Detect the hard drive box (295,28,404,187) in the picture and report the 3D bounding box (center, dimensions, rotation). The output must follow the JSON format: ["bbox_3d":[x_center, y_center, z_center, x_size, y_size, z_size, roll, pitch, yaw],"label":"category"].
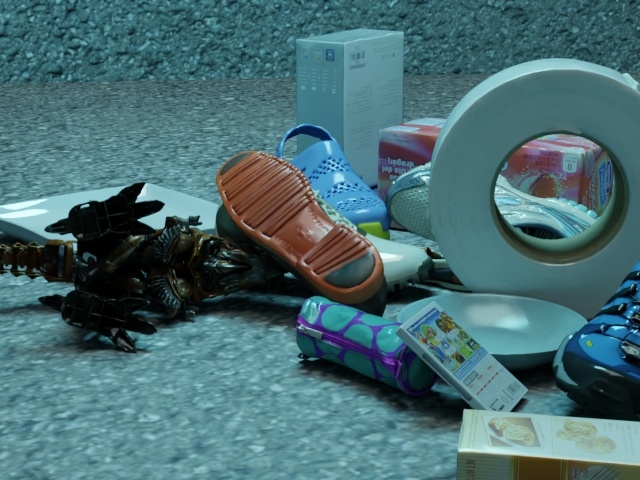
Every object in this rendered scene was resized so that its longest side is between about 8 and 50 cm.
[{"bbox_3d":[0.047,-0.198,1.934,0.089,0.232,0.181,9,17,32],"label":"hard drive box"}]

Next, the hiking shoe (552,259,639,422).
[{"bbox_3d":[0.298,0.072,1.170,0.113,0.132,0.304,25,23,16],"label":"hiking shoe"}]

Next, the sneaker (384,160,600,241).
[{"bbox_3d":[0.212,-0.021,1.560,0.283,0.110,0.122,14,25,12],"label":"sneaker"}]

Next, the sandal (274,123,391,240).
[{"bbox_3d":[0.004,-0.074,1.739,0.126,0.138,0.317,-4,17,-23],"label":"sandal"}]

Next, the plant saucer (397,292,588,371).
[{"bbox_3d":[0.174,0.098,1.289,0.195,0.037,0.195,1,15,0],"label":"plant saucer"}]

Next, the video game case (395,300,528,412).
[{"bbox_3d":[0.130,0.111,1.153,0.122,0.011,0.087,44,28,10],"label":"video game case"}]

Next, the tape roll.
[{"bbox_3d":[0.261,-0.057,1.399,0.286,0.286,0.100,2,14,6],"label":"tape roll"}]

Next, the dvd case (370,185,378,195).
[{"bbox_3d":[0.080,-0.090,2.019,0.180,0.022,0.253,-9,18,-30],"label":"dvd case"}]

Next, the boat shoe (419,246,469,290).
[{"bbox_3d":[0.133,0.029,1.537,0.137,0.043,0.049,10,19,35],"label":"boat shoe"}]

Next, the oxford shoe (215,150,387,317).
[{"bbox_3d":[-0.026,-0.001,1.419,0.097,0.098,0.271,-36,54,-11],"label":"oxford shoe"}]

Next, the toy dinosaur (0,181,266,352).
[{"bbox_3d":[-0.223,0.035,1.388,0.322,0.164,0.218,-19,2,-3],"label":"toy dinosaur"}]

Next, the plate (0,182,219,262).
[{"bbox_3d":[-0.271,-0.018,1.685,0.277,0.045,0.278,-11,19,-39],"label":"plate"}]

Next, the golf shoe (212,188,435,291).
[{"bbox_3d":[0.000,0.000,1.496,0.273,0.120,0.105,5,14,12],"label":"golf shoe"}]

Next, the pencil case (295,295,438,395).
[{"bbox_3d":[0.043,0.101,1.220,0.152,0.064,0.070,15,9,43],"label":"pencil case"}]

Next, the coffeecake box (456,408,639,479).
[{"bbox_3d":[0.174,0.184,0.761,0.186,0.142,0.068,3,16,9],"label":"coffeecake box"}]

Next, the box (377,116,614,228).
[{"bbox_3d":[0.243,-0.083,1.766,0.300,0.142,0.154,9,17,28],"label":"box"}]
